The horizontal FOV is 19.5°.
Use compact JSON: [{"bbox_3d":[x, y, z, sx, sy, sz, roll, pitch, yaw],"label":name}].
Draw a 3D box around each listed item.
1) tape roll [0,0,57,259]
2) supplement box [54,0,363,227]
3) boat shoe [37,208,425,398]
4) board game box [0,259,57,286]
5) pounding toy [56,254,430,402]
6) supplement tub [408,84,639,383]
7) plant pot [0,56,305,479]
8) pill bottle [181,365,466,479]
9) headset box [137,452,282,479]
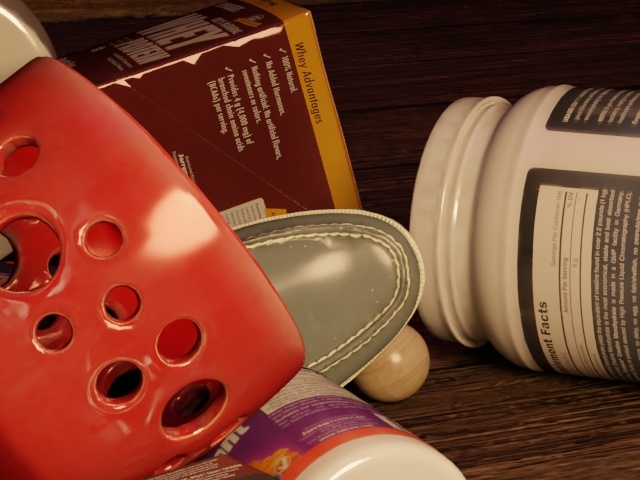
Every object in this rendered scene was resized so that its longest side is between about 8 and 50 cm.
[{"bbox_3d":[-0.329,-0.103,1.538,0.246,0.246,0.169,-3,15,-9],"label":"tape roll"},{"bbox_3d":[-0.091,-0.057,1.363,0.194,0.191,0.129,-20,19,-14],"label":"supplement box"},{"bbox_3d":[-0.088,0.067,1.018,0.319,0.116,0.099,-19,0,-5],"label":"boat shoe"},{"bbox_3d":[-0.262,0.055,1.310,0.141,0.048,0.170,4,15,22],"label":"board game box"},{"bbox_3d":[-0.065,0.076,1.166,0.183,0.110,0.237,-2,-20,46],"label":"pounding toy"},{"bbox_3d":[0.214,-0.001,1.211,0.272,0.191,0.191,7,16,25],"label":"supplement tub"},{"bbox_3d":[-0.130,0.041,0.847,0.174,0.191,0.191,-41,26,-10],"label":"plant pot"},{"bbox_3d":[-0.013,0.121,0.914,0.108,0.108,0.193,-7,15,-24],"label":"pill bottle"},{"bbox_3d":[-0.051,0.181,0.674,0.218,0.110,0.293,-13,18,-37],"label":"headset box"}]
